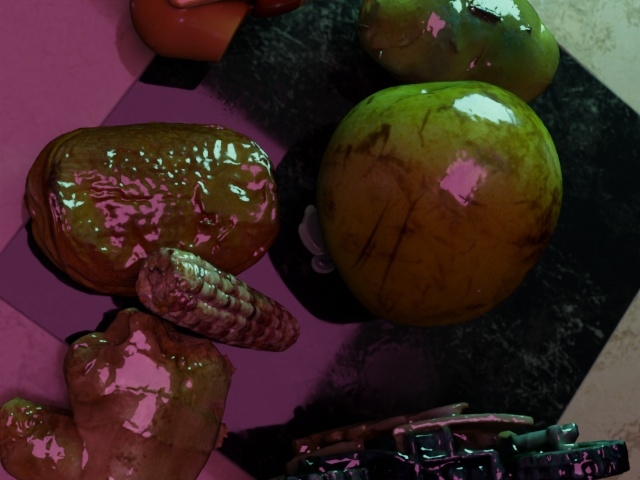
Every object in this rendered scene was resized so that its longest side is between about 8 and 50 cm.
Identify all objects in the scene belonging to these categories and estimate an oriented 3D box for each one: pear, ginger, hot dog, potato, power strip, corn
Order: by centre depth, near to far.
[{"bbox_3d":[-0.223,0.260,1.164,0.236,0.166,0.376,32,64,-44],"label":"ginger"},{"bbox_3d":[-0.105,0.072,1.212,0.237,0.079,0.080,31,75,-53],"label":"corn"},{"bbox_3d":[-0.186,-0.038,1.222,0.272,0.122,0.196,-7,85,-24],"label":"hot dog"},{"bbox_3d":[0.130,-0.042,1.239,0.283,0.283,0.284,1,86,-16],"label":"pear"},{"bbox_3d":[0.000,0.000,1.325,0.055,0.035,0.083,0,73,-16],"label":"power strip"},{"bbox_3d":[0.166,-0.241,1.326,0.248,0.143,0.169,19,88,-14],"label":"potato"}]

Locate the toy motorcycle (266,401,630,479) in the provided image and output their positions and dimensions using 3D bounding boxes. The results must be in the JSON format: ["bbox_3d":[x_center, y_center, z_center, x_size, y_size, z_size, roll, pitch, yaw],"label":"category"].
[{"bbox_3d":[0.122,0.265,1.236,0.409,0.237,0.169,-3,72,-14],"label":"toy motorcycle"}]

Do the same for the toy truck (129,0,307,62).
[{"bbox_3d":[-0.121,-0.339,1.233,0.239,0.189,0.265,-25,93,-8],"label":"toy truck"}]
